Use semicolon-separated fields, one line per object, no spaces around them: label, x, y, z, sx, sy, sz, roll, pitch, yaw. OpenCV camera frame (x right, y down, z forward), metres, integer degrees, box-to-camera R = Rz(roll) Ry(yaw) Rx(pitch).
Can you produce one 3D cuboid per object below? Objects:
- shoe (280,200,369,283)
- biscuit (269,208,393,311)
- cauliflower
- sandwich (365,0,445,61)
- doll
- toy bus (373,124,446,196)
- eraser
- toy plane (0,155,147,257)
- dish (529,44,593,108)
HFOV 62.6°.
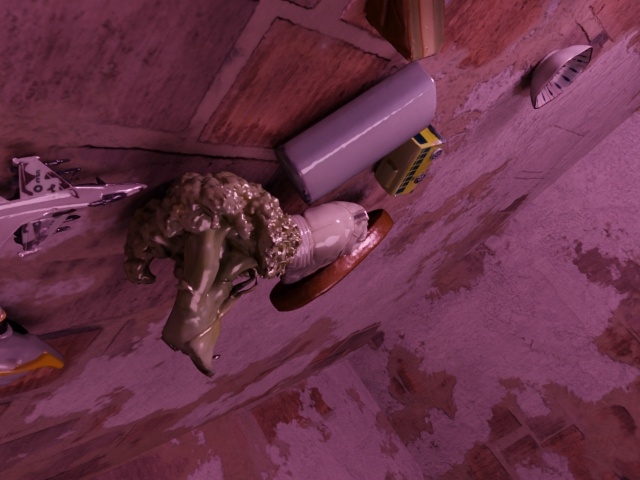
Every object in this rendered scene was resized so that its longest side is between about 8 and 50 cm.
shoe;0.000;0.000;1.111;0.211;0.132;0.342;-17;173;-8
biscuit;0.021;0.052;1.304;0.367;0.063;0.314;-42;-170;-29
cauliflower;-0.189;0.020;0.823;0.281;0.261;0.327;-52;169;-28
sandwich;0.137;-0.345;0.708;0.079;0.113;0.163;-25;157;-26
doll;-0.516;0.156;0.818;0.146;0.103;0.316;-23;152;-20
toy bus;0.198;-0.185;1.210;0.101;0.088;0.175;-20;152;-34
eraser;0.066;-0.187;0.965;0.290;0.104;0.189;-34;162;-5
toy plane;-0.341;-0.053;0.677;0.234;0.082;0.160;-35;156;-48
dish;0.587;-0.424;1.325;0.191;0.066;0.190;-34;161;-14
